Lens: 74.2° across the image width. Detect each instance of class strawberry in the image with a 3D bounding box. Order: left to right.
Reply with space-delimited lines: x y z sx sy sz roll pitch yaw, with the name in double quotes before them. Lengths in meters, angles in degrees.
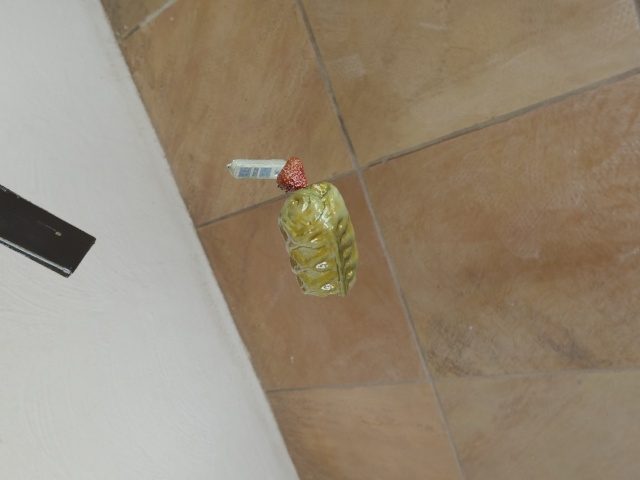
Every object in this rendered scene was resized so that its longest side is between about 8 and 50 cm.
"strawberry" -0.061 -0.144 0.949 0.074 0.073 0.083 23 96 20

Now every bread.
"bread" 0.000 0.000 0.869 0.130 0.152 0.267 28 150 32

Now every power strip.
"power strip" -0.150 -0.184 1.092 0.030 0.191 0.047 54 135 36

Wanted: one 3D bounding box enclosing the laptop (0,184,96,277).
"laptop" -0.513 -0.023 0.757 0.197 0.135 0.016 36 112 -24
